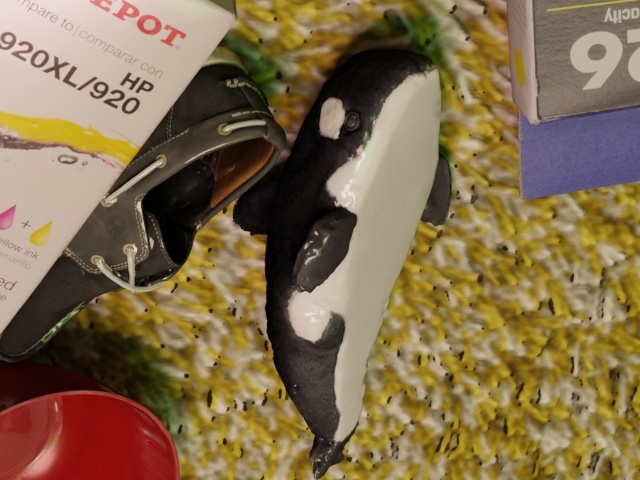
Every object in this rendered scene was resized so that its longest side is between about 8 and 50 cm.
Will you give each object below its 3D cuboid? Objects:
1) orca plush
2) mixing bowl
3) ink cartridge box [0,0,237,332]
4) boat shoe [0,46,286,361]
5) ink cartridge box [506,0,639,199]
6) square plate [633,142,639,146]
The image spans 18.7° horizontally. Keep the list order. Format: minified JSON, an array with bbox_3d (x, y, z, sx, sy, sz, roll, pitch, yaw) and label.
[{"bbox_3d":[0.000,0.000,1.182,0.151,0.102,0.287,-42,149,-34],"label":"orca plush"},{"bbox_3d":[-0.189,0.144,1.209,0.181,0.098,0.181,-17,127,-23],"label":"mixing bowl"},{"bbox_3d":[-0.179,-0.108,1.003,0.171,0.168,0.233,28,117,-25],"label":"ink cartridge box"},{"bbox_3d":[-0.116,-0.006,1.118,0.233,0.079,0.084,-44,153,14],"label":"boat shoe"},{"bbox_3d":[0.252,-0.155,1.043,0.303,0.072,0.307,-9,124,-2],"label":"ink cartridge box"},{"bbox_3d":[0.353,-0.163,1.122,0.347,0.049,0.344,19,119,-21],"label":"square plate"}]
